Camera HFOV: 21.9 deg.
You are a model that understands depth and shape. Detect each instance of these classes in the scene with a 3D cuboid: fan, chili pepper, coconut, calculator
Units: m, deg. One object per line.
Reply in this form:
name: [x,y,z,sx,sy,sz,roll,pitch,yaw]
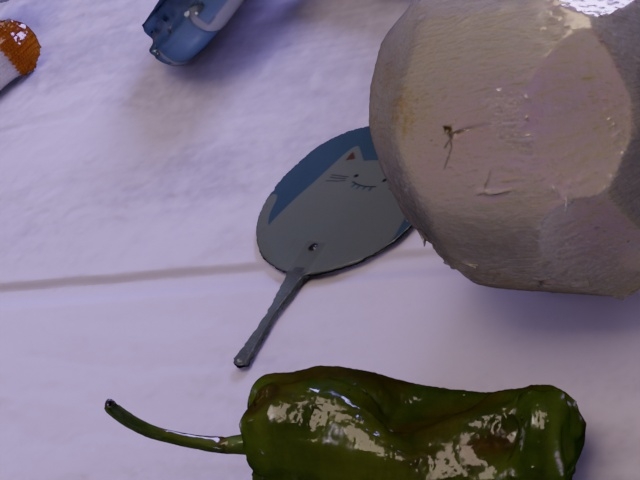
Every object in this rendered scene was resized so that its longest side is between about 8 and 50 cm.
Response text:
fan: [0.000,0.000,0.889,0.113,0.005,0.175,6,53,42]
chili pepper: [0.017,0.087,0.728,0.204,0.073,0.072,1,31,24]
coconut: [0.116,-0.054,0.738,0.162,0.161,0.161,5,52,38]
calculator: [-0.051,-0.203,1.090,0.121,0.039,0.210,-34,24,53]

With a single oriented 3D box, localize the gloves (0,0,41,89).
gloves: [-0.301,-0.144,1.185,0.140,0.131,0.218,25,75,47]
